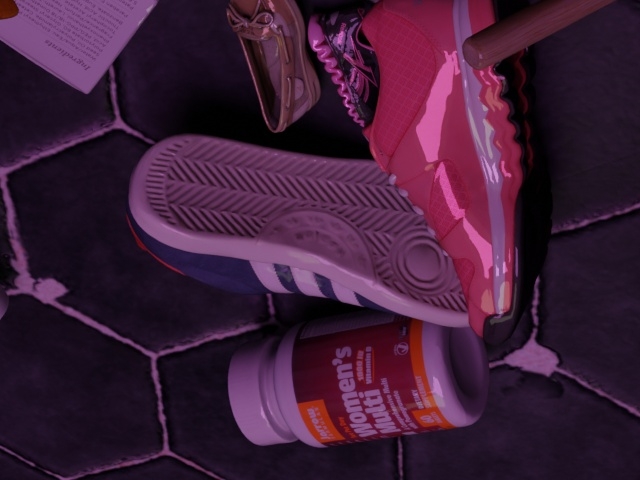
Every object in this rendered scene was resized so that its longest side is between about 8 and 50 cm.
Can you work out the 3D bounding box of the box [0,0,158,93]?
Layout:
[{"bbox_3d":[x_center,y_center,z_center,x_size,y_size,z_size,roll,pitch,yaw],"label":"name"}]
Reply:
[{"bbox_3d":[-0.193,-0.239,1.254,0.182,0.181,0.119,33,133,-14],"label":"box"}]

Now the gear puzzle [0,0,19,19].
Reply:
[{"bbox_3d":[-0.185,-0.278,1.133,0.175,0.339,0.044,33,166,-14],"label":"gear puzzle"}]

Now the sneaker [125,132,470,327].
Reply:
[{"bbox_3d":[0.000,0.000,1.478,0.350,0.131,0.148,17,159,-9],"label":"sneaker"}]

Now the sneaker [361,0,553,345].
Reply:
[{"bbox_3d":[0.106,-0.065,1.368,0.136,0.116,0.314,2,116,22],"label":"sneaker"}]

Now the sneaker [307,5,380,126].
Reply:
[{"bbox_3d":[0.037,-0.140,1.378,0.057,0.047,0.119,-21,125,18],"label":"sneaker"}]

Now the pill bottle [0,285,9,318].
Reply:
[{"bbox_3d":[-0.367,0.013,1.603,0.094,0.094,0.169,-13,127,27],"label":"pill bottle"}]

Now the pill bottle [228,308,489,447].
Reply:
[{"bbox_3d":[0.034,0.125,1.568,0.221,0.121,0.121,-12,127,26],"label":"pill bottle"}]

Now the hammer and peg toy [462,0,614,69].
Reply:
[{"bbox_3d":[0.134,-0.283,1.012,0.361,0.266,0.127,52,151,-9],"label":"hammer and peg toy"}]

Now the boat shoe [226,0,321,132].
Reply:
[{"bbox_3d":[-0.044,-0.157,1.369,0.056,0.048,0.153,21,145,35],"label":"boat shoe"}]
